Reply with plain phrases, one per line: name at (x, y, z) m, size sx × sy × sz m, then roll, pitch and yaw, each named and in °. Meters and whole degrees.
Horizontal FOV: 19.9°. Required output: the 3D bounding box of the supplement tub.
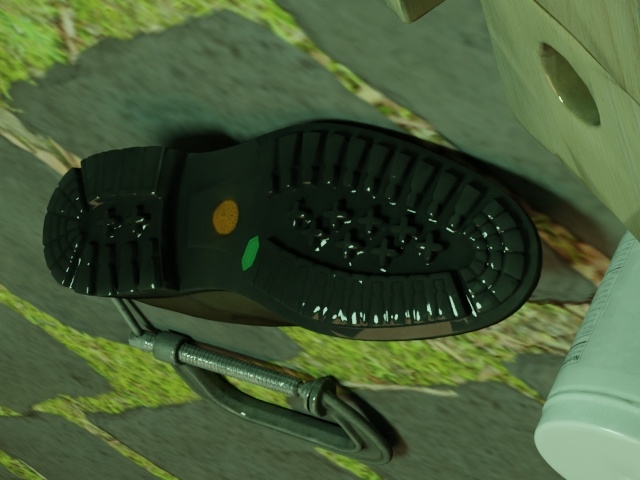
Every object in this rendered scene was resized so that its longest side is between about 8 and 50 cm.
supplement tub at (0.124, 0.035, 0.618) m, size 0.071 × 0.107 × 0.071 m, roll 23°, pitch 157°, yaw 11°

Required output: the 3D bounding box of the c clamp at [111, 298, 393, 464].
c clamp at (-0.038, 0.082, 1.016) m, size 0.160 × 0.022 × 0.137 m, roll 17°, pitch 155°, yaw 26°

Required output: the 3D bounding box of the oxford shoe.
oxford shoe at (0.000, 0.000, 0.750) m, size 0.227 × 0.083 × 0.096 m, roll 7°, pitch 172°, yaw 37°

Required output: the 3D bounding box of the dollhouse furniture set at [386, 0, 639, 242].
dollhouse furniture set at (0.063, -0.116, 0.394) m, size 0.184 × 0.129 × 0.129 m, roll 49°, pitch 171°, yaw 34°
